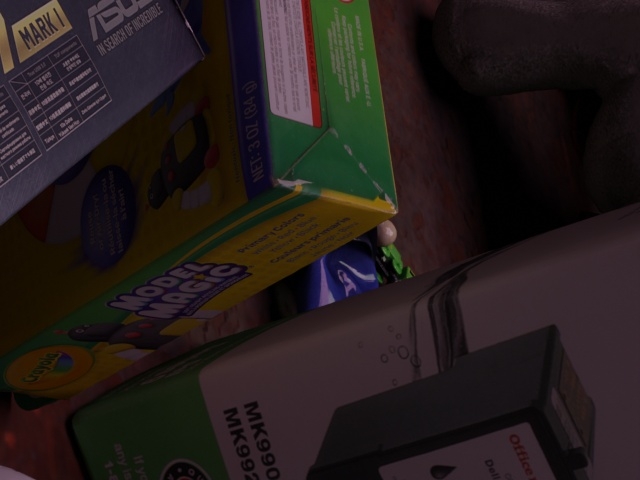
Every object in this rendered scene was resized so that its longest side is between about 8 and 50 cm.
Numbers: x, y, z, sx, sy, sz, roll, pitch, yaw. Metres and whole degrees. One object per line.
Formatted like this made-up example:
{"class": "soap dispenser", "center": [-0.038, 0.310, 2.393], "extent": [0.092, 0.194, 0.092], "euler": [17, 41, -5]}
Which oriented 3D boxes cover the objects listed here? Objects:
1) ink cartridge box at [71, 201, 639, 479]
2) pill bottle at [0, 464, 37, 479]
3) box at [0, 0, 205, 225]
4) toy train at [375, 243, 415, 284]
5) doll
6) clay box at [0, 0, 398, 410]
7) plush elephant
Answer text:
{"class": "ink cartridge box", "center": [0.076, 0.112, 0.642], "extent": [0.121, 0.289, 0.211], "euler": [-20, 90, -60]}
{"class": "pill bottle", "center": [-0.157, 0.144, 0.380], "extent": [0.265, 0.153, 0.153], "euler": [-17, 88, -61]}
{"class": "box", "center": [-0.157, -0.001, 0.435], "extent": [0.059, 0.183, 0.232], "euler": [62, 32, -15]}
{"class": "toy train", "center": [0.048, 0.029, 0.918], "extent": [0.083, 0.017, 0.023], "euler": [56, 22, -23]}
{"class": "doll", "center": [0.000, 0.000, 0.827], "extent": [0.129, 0.046, 0.189], "euler": [16, 60, -56]}
{"class": "clay box", "center": [-0.070, -0.030, 0.574], "extent": [0.053, 0.222, 0.127], "euler": [12, 61, -38]}
{"class": "plush elephant", "center": [0.252, -0.037, 1.071], "extent": [0.255, 0.330, 0.271], "euler": [51, 23, -63]}
